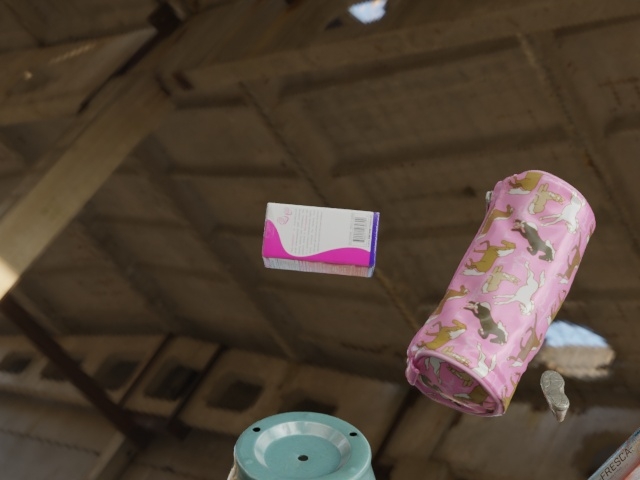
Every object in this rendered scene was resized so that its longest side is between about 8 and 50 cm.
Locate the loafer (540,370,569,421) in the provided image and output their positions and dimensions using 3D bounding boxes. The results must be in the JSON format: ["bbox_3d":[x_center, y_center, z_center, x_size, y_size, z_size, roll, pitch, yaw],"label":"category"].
[{"bbox_3d":[0.438,0.291,2.052,0.045,0.125,0.039,0,-65,1],"label":"loafer"}]

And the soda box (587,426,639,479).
[{"bbox_3d":[0.532,0.400,1.889,0.063,0.058,0.183,26,-66,-29],"label":"soda box"}]

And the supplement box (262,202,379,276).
[{"bbox_3d":[0.000,0.000,2.161,0.220,0.111,0.114,6,-13,1],"label":"supplement box"}]

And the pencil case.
[{"bbox_3d":[0.274,0.079,1.660,0.167,0.386,0.160,5,-36,42],"label":"pencil case"}]

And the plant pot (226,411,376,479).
[{"bbox_3d":[-0.029,0.385,1.491,0.272,0.272,0.255,16,-61,29],"label":"plant pot"}]
